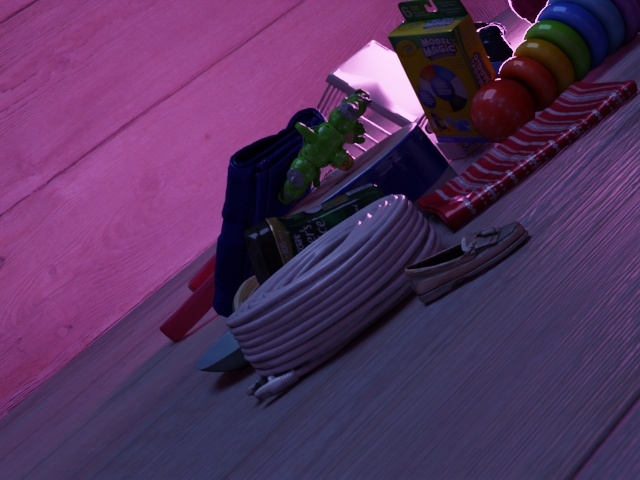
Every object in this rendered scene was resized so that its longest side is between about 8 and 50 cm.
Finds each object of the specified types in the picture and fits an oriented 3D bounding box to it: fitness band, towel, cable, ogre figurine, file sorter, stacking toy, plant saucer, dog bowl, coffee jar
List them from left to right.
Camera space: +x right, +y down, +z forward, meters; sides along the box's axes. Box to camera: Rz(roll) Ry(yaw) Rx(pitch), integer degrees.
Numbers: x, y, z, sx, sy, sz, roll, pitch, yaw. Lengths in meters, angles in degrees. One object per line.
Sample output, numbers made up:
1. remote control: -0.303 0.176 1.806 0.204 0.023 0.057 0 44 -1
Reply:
1. fitness band: -0.204 0.073 2.116 0.291 0.054 0.209 -47 7 13
2. plant saucer: -0.074 0.118 1.425 0.195 0.037 0.195 -37 8 6
3. towel: -0.073 -0.037 1.743 0.228 0.076 0.308 -39 -30 -45
4. coffee jar: 0.000 0.000 1.378 0.184 0.096 0.079 -20 12 -6
5. ogre figurine: 0.003 -0.134 1.582 0.197 0.096 0.118 -33 1 5
6. cable: 0.014 0.048 1.222 0.257 0.089 0.257 -36 7 14
7. dog bowl: 0.062 -0.050 1.563 0.265 0.104 0.265 -37 7 5
8. file sorter: 0.109 -0.259 2.241 0.173 0.193 0.277 -61 -6 31
9. towel: 0.245 -0.109 1.347 0.275 0.031 0.199 -37 8 2
10. stacking toy: 0.332 -0.258 1.549 0.330 0.141 0.141 -48 10 -22

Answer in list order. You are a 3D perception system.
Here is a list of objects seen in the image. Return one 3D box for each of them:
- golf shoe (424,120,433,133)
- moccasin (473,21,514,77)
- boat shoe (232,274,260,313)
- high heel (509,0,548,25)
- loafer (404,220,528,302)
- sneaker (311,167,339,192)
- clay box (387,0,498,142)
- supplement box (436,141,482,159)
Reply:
1. golf shoe: 0.254 -0.269 2.184 0.086 0.067 0.186 -35 7 33
2. moccasin: 0.343 -0.399 2.278 0.138 0.116 0.342 -9 10 -7
3. boat shoe: -0.063 0.070 1.597 0.072 0.068 0.190 -21 14 27
4. high heel: 0.479 -0.525 2.251 0.127 0.181 0.377 -34 8 29
5. loafer: 0.135 0.014 1.040 0.125 0.039 0.045 -35 7 23
6. sneaker: -0.009 -0.063 2.086 0.225 0.088 0.092 -42 17 6
7. clay box: 0.186 -0.244 1.591 0.127 0.222 0.053 6 45 49
8. supplement box: 0.227 -0.159 1.725 0.062 0.036 0.098 -38 7 -6
